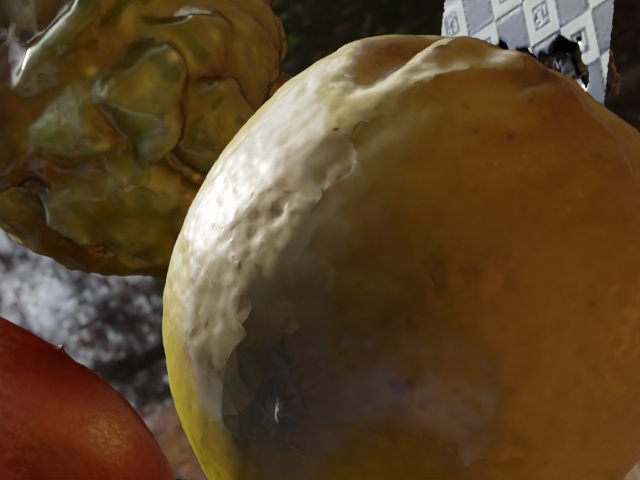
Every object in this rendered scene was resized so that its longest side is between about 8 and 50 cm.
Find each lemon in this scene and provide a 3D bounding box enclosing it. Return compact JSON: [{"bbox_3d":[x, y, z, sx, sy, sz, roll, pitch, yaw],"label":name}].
[{"bbox_3d":[0.057,0.036,0.969,0.297,0.297,0.297,60,-175,-9],"label":"lemon"}]

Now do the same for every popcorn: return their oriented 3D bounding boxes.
[{"bbox_3d":[-0.163,-0.128,1.373,0.335,0.274,0.279,-110,33,-46],"label":"popcorn"}]

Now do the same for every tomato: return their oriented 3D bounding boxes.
[{"bbox_3d":[-0.254,0.216,1.155,0.338,0.338,0.143,60,-164,0],"label":"tomato"}]

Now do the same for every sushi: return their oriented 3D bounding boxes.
[{"bbox_3d":[0.221,-0.154,1.868,0.290,0.050,0.264,16,104,57],"label":"sushi"}]

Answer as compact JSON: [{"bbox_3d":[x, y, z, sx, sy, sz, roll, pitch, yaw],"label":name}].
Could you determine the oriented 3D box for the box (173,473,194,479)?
[{"bbox_3d":[-0.058,0.248,1.382,0.359,0.091,0.350,16,169,16],"label":"box"}]
